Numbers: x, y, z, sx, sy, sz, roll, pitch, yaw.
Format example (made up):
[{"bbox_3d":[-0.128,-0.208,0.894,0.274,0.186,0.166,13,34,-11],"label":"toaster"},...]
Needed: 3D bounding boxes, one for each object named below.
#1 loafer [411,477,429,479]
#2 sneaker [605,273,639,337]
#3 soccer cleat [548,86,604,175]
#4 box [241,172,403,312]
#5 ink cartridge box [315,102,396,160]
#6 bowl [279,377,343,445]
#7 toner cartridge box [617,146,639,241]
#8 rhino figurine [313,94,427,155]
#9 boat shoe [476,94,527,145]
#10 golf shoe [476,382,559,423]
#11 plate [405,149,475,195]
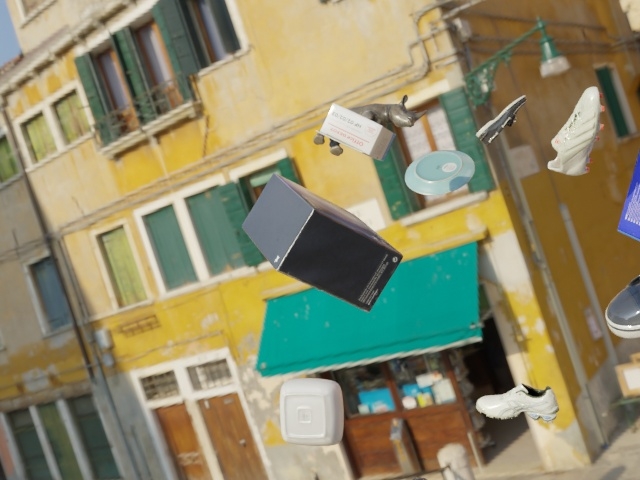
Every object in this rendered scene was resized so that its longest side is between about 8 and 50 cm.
[{"bbox_3d":[0.266,0.790,2.088,0.078,0.076,0.223,-19,35,51],"label":"loafer"},{"bbox_3d":[0.611,0.040,1.196,0.321,0.127,0.126,-29,25,11],"label":"sneaker"},{"bbox_3d":[0.455,-0.189,1.291,0.076,0.068,0.196,3,-39,9],"label":"soccer cleat"},{"bbox_3d":[0.000,0.000,1.828,0.294,0.183,0.296,25,10,-31],"label":"box"},{"bbox_3d":[0.068,-0.199,1.336,0.104,0.062,0.181,27,9,13],"label":"ink cartridge box"},{"bbox_3d":[-0.025,0.365,1.527,0.141,0.142,0.053,-3,-5,19],"label":"bowl"},{"bbox_3d":[0.687,-0.145,1.354,0.075,0.348,0.165,-19,37,-32],"label":"toner cartridge box"},{"bbox_3d":[0.109,-0.253,1.542,0.243,0.073,0.106,-10,38,22],"label":"rhino figurine"},{"bbox_3d":[0.373,-0.243,1.464,0.125,0.038,0.046,-41,-5,2],"label":"boat shoe"},{"bbox_3d":[0.425,0.341,1.571,0.176,0.086,0.069,-3,24,22],"label":"golf shoe"},{"bbox_3d":[0.315,-0.189,1.922,0.188,0.024,0.188,-12,40,10],"label":"plate"}]
